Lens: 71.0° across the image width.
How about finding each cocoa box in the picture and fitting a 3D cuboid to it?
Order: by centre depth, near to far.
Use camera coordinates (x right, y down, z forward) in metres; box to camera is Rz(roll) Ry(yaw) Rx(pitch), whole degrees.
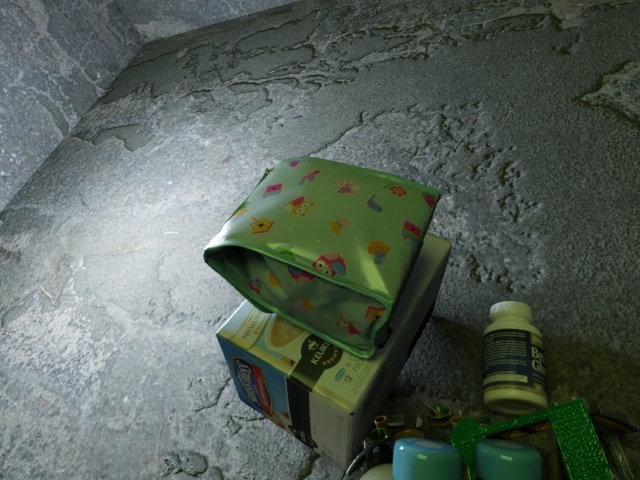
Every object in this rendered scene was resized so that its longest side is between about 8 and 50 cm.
[{"bbox_3d":[0.035,0.139,0.757,0.227,0.231,0.347,24,52,22],"label":"cocoa box"}]

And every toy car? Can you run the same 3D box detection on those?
[{"bbox_3d":[0.125,0.343,0.547,0.238,0.210,0.219,155,122,-68],"label":"toy car"}]

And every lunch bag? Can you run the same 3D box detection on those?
[{"bbox_3d":[0.000,0.000,0.623,0.262,0.160,0.223,21,52,13],"label":"lunch bag"}]

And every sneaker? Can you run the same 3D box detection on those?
[{"bbox_3d":[0.076,0.419,0.683,0.130,0.087,0.228,-10,44,29],"label":"sneaker"}]

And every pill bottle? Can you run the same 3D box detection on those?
[{"bbox_3d":[0.317,0.191,0.739,0.094,0.094,0.169,-4,52,25],"label":"pill bottle"}]

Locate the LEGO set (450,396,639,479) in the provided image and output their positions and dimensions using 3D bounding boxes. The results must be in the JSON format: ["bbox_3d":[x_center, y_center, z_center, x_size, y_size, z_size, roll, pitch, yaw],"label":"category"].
[{"bbox_3d":[0.332,0.366,0.570,0.255,0.192,0.331,-45,35,30],"label":"LEGO set"}]

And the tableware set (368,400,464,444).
[{"bbox_3d":[0.159,0.301,0.737,0.154,0.024,0.104,-11,6,19],"label":"tableware set"}]
